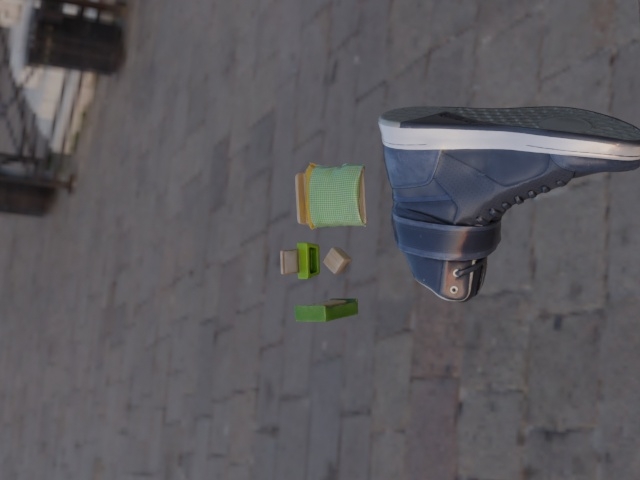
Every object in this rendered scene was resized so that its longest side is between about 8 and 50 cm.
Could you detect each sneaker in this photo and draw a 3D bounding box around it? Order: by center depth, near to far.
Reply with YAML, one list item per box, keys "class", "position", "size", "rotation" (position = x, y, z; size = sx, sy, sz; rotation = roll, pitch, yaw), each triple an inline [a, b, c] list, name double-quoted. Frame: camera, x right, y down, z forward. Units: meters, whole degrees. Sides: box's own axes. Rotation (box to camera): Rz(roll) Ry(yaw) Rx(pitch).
- class: "sneaker"
  position: [0.163, -0.028, 1.068]
  size: [0.086, 0.226, 0.163]
  rotation: [-36, -55, -59]

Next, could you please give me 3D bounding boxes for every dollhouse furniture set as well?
- class: "dollhouse furniture set"
  position: [0.000, 0.000, 1.216]
  size: [0.076, 0.058, 0.151]
  rotation: [-1, 93, 37]

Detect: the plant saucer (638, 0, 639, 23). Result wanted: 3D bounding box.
- class: "plant saucer"
  position: [0.345, -0.157, 0.953]
  size: [0.041, 0.278, 0.278]
  rotation: [158, 118, -63]
